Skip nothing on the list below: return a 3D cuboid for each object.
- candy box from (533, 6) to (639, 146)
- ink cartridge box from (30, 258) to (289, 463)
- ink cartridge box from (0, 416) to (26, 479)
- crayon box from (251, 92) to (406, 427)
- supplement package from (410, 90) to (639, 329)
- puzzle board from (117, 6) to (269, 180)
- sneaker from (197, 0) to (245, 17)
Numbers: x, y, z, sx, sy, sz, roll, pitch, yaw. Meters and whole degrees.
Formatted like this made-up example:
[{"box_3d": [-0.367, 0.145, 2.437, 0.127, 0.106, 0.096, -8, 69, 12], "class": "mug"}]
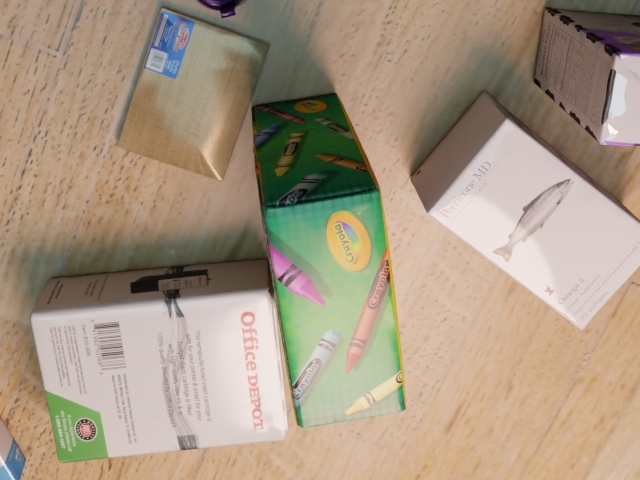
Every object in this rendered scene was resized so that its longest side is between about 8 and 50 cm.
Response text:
[{"box_3d": [0.275, -0.129, 0.829, 0.164, 0.196, 0.070, 3, 111, -5], "class": "candy box"}, {"box_3d": [-0.138, 0.106, 0.948, 0.208, 0.087, 0.153, -5, 111, -1], "class": "ink cartridge box"}, {"box_3d": [-0.345, 0.185, 0.982, 0.088, 0.052, 0.123, -22, 112, 4], "class": "ink cartridge box"}, {"box_3d": [0.000, 0.000, 0.815, 0.081, 0.278, 0.165, -9, 111, -2], "class": "crayon box"}, {"box_3d": [0.182, -0.027, 0.911, 0.179, 0.105, 0.105, 35, 105, -15], "class": "supplement package"}, {"box_3d": [-0.110, -0.124, 0.904, 0.096, 0.011, 0.128, 18, 108, -9], "class": "puzzle board"}, {"box_3d": [-0.113, -0.276, 0.799, 0.083, 0.098, 0.224, -30, 110, 7], "class": "sneaker"}]
